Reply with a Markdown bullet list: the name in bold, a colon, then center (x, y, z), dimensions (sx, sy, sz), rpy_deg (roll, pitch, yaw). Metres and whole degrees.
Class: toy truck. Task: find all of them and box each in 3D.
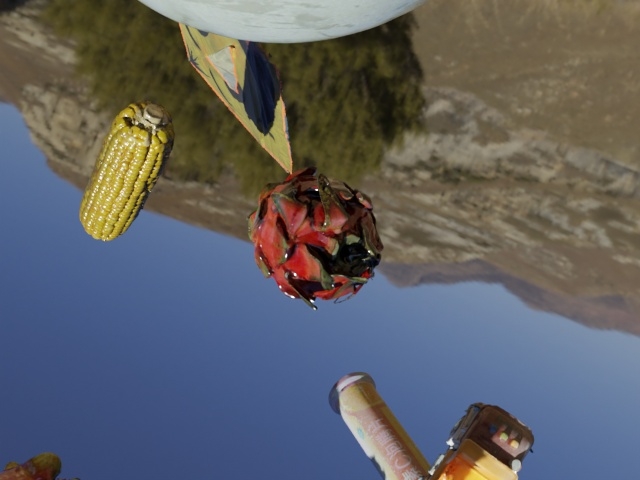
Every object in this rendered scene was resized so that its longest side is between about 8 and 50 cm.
- **toy truck**: center (0.191, 0.360, 1.295), dimensions (0.114, 0.270, 0.135), rpy_deg (36, 170, 4)

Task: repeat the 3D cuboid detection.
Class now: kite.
- **kite**: center (-0.132, -0.249, 1.179), dimensions (0.377, 0.013, 0.327), rpy_deg (61, 165, -14)

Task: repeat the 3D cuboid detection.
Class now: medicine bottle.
- **medicine bottle**: center (0.152, 0.423, 1.774), dimensions (0.108, 0.108, 0.426), rpy_deg (19, -161, -35)

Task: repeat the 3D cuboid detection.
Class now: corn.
- **corn**: center (-0.206, -0.069, 0.961), dimensions (0.068, 0.207, 0.068), rpy_deg (17, -131, -20)

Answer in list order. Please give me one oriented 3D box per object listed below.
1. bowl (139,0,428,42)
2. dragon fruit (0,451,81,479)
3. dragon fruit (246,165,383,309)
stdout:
- **bowl**: center (-0.015, -0.201, 0.497), dimensions (0.313, 0.313, 0.146), rpy_deg (24, 152, 16)
- **dragon fruit**: center (-0.404, 0.432, 1.155), dimensions (0.243, 0.227, 0.307), rpy_deg (3, -122, -43)
- **dragon fruit**: center (0.000, 0.000, 1.335), dimensions (0.193, 0.192, 0.274), rpy_deg (17, -172, -45)
